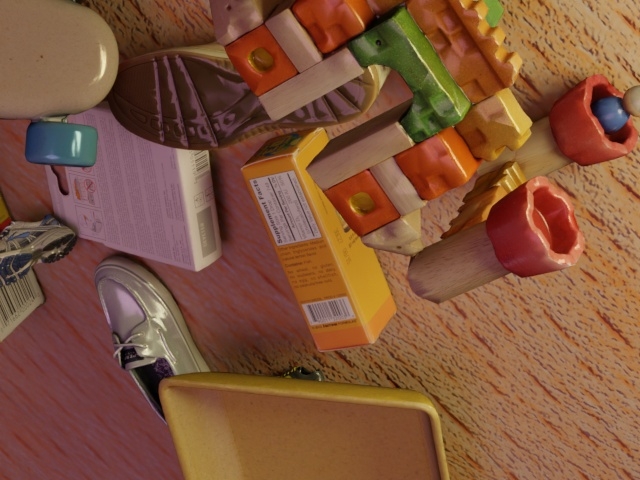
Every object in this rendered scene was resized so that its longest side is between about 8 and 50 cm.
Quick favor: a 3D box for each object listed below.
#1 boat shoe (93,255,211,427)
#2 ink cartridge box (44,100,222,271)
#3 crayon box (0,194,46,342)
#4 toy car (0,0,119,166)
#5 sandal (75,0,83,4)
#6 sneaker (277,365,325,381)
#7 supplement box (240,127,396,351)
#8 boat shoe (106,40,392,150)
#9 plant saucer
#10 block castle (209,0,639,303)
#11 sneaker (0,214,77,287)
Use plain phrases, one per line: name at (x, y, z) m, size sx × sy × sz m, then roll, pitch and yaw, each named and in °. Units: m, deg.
boat shoe at (-0.198, 0.125, 2.049) m, size 0.079 × 0.081 × 0.227 m, roll -23°, pitch 107°, yaw 31°
ink cartridge box at (-0.217, -0.074, 1.981) m, size 0.224 × 0.056 × 0.181 m, roll 15°, pitch 124°, yaw 37°
crayon box at (-0.446, -0.020, 2.007) m, size 0.081 × 0.202 × 0.319 m, roll -8°, pitch 112°, yaw 27°
toy car at (-0.332, -0.188, 1.857) m, size 0.210 × 0.238 × 0.219 m, roll 3°, pitch 89°, yaw -16°
sandal at (-0.295, -0.324, 1.852) m, size 0.090 × 0.060 × 0.219 m, roll 0°, pitch 137°, yaw 9°
sneaker at (-0.030, 0.160, 2.031) m, size 0.083 × 0.031 × 0.035 m, roll 3°, pitch 99°, yaw 22°
supplement box at (0.000, 0.000, 1.898) m, size 0.080 × 0.078 × 0.233 m, roll -9°, pitch 112°, yaw 30°
boat shoe at (-0.073, -0.163, 1.824) m, size 0.302 × 0.098 × 0.109 m, roll -5°, pitch 110°, yaw 21°
plant saucer at (0.008, 0.274, 2.021) m, size 0.332 × 0.081 × 0.333 m, roll 4°, pitch 128°, yaw 21°
block castle at (0.103, -0.196, 1.599) m, size 0.212 × 0.303 × 0.453 m, roll -26°, pitch 107°, yaw 35°
sneaker at (-0.351, 0.009, 2.024) m, size 0.058 × 0.135 × 0.052 m, roll 47°, pitch 143°, yaw 29°
